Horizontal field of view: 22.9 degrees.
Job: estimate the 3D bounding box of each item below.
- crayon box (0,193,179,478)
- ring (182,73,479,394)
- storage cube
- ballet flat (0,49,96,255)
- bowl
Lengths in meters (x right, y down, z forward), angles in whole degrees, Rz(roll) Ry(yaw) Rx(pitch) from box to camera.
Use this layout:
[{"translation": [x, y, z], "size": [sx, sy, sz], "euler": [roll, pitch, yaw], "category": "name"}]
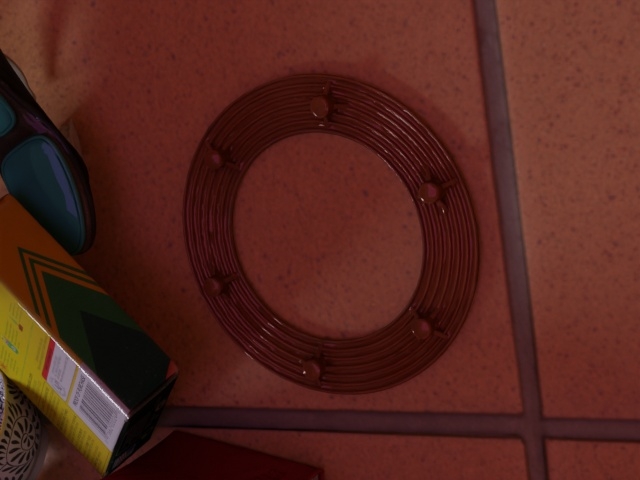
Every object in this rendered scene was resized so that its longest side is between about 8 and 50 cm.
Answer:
[{"translation": [-0.300, 0.088, 1.697], "size": [0.318, 0.081, 0.202], "euler": [45, 151, 9], "category": "crayon box"}, {"translation": [0.000, 0.000, 1.595], "size": [0.336, 0.032, 0.337], "euler": [8, 107, 26], "category": "ring"}, {"translation": [-0.124, 0.337, 1.668], "size": [0.193, 0.183, 0.215], "euler": [12, 110, 25], "category": "storage cube"}, {"translation": [-0.311, -0.118, 1.676], "size": [0.095, 0.096, 0.280], "euler": [-24, 105, 30], "category": "ballet flat"}, {"translation": [-0.364, 0.236, 1.807], "size": [0.080, 0.170, 0.170], "euler": [22, 124, -29], "category": "bowl"}]
